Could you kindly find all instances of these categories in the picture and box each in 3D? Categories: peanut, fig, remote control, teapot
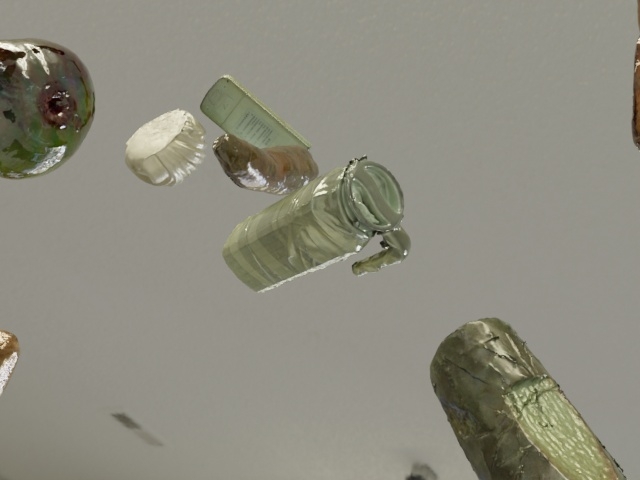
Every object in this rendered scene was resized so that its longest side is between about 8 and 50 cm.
[{"bbox_3d":[-0.473,0.192,1.029,0.076,0.152,0.076,30,-7,4],"label":"peanut"},{"bbox_3d":[-0.338,-0.141,0.762,0.245,0.149,0.149,11,-35,39],"label":"fig"},{"bbox_3d":[-0.131,-0.229,1.497,0.233,0.038,0.098,40,-63,-7],"label":"remote control"},{"bbox_3d":[0.000,0.000,0.718,0.107,0.077,0.200,50,-39,-13],"label":"teapot"}]

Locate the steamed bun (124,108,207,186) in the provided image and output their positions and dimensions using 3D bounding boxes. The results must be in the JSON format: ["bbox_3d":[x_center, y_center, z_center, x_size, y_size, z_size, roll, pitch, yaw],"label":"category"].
[{"bbox_3d":[-0.302,-0.178,1.498,0.182,0.183,0.106,-7,-45,28],"label":"steamed bun"}]

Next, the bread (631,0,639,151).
[{"bbox_3d":[0.577,-0.257,1.119,0.148,0.328,0.337,1,-12,34],"label":"bread"}]

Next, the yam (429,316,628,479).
[{"bbox_3d":[0.231,0.225,0.843,0.154,0.254,0.154,-21,-36,-16],"label":"yam"}]

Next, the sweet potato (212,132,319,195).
[{"bbox_3d":[-0.068,-0.094,0.965,0.075,0.075,0.273,1,3,19],"label":"sweet potato"}]
